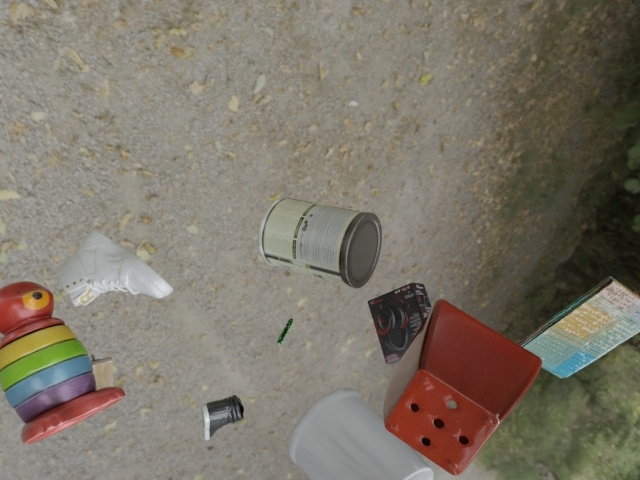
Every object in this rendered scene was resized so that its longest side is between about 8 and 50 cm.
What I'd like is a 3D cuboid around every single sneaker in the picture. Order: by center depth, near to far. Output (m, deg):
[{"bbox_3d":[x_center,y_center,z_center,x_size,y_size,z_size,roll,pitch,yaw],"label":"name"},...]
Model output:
[{"bbox_3d":[-0.486,0.102,1.255,0.169,0.293,0.108,-52,148,-22],"label":"sneaker"},{"bbox_3d":[-0.348,0.632,1.935,0.147,0.104,0.295,-9,152,-17],"label":"sneaker"}]

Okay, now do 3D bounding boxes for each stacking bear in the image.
[{"bbox_3d":[-0.522,0.209,1.013,0.164,0.288,0.175,-34,169,36],"label":"stacking bear"}]

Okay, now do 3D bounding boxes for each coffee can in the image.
[{"bbox_3d":[0.000,0.000,1.473,0.202,0.276,0.201,-31,128,-52],"label":"coffee can"}]

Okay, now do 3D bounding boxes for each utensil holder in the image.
[{"bbox_3d":[0.132,0.738,1.804,0.328,0.385,0.327,-23,130,-31],"label":"utensil holder"}]

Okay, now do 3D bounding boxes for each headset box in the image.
[{"bbox_3d":[0.334,0.338,2.108,0.218,0.293,0.110,-27,158,31],"label":"headset box"}]

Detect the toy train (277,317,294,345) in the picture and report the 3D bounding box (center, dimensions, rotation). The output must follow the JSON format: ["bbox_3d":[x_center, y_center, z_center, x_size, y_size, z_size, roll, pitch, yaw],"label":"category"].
[{"bbox_3d":[-0.091,0.235,1.392,0.023,0.017,0.083,107,9,-49],"label":"toy train"}]

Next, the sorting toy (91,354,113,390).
[{"bbox_3d":[-0.556,0.314,1.261,0.132,0.046,0.274,-10,144,-28],"label":"sorting toy"}]

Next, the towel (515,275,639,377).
[{"bbox_3d":[0.802,0.275,1.644,0.272,0.040,0.370,28,122,-24],"label":"towel"}]

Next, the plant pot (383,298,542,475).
[{"bbox_3d":[0.286,0.337,1.185,0.236,0.267,0.267,-34,152,-60],"label":"plant pot"}]
